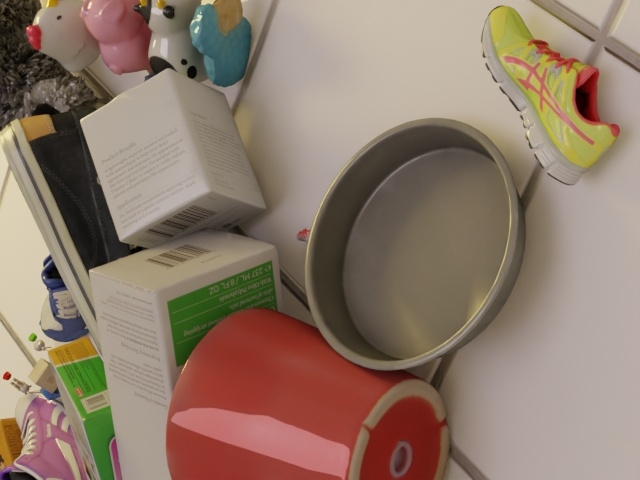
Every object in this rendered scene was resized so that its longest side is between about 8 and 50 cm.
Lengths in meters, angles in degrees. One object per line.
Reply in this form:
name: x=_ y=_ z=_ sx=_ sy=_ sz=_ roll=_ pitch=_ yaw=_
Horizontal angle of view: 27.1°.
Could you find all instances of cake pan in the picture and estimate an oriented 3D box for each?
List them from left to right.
cake pan: x=0.109 y=0.008 z=1.488 sx=0.293 sy=0.054 sz=0.293 roll=-18 pitch=61 yaw=36

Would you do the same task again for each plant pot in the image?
plant pot: x=-0.001 y=0.230 z=1.545 sx=0.243 sy=0.275 sz=0.275 roll=10 pitch=99 yaw=38

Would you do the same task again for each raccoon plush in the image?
raccoon plush: x=-0.420 y=-0.306 z=2.093 sx=0.216 sy=0.299 sz=0.447 roll=-38 pitch=30 yaw=59

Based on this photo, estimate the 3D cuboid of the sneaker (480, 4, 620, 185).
sneaker: x=0.245 y=-0.166 z=1.381 sx=0.094 sy=0.081 sz=0.209 roll=-38 pitch=70 yaw=34

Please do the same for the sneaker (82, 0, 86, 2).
sneaker: x=-0.353 y=-0.403 z=2.056 sx=0.070 sy=0.051 sz=0.134 roll=10 pitch=97 yaw=40

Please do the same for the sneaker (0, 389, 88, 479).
sneaker: x=-0.453 y=0.330 z=2.112 sx=0.282 sy=0.161 sz=0.102 roll=34 pitch=118 yaw=44

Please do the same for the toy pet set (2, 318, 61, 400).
toy pet set: x=-0.447 y=0.208 z=2.180 sx=0.122 sy=0.065 sz=0.114 roll=-56 pitch=36 yaw=-4

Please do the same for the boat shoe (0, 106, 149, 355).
boat shoe: x=-0.281 y=0.044 z=1.858 sx=0.500 sy=0.156 sz=0.187 roll=67 pitch=168 yaw=-12

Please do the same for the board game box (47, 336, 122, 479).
board game box: x=-0.289 y=0.324 z=1.859 sx=0.242 sy=0.064 sz=0.317 roll=-140 pitch=34 yaw=-61

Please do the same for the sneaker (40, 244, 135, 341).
sneaker: x=-0.387 y=0.059 z=2.050 sx=0.296 sy=0.131 sz=0.112 roll=-49 pitch=59 yaw=39

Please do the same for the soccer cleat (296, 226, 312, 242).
soccer cleat: x=0.000 y=0.000 z=1.689 sx=0.083 sy=0.029 sz=0.036 roll=-7 pitch=82 yaw=44

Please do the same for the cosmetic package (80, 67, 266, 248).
cosmetic package: x=-0.193 y=-0.100 z=1.741 sx=0.151 sy=0.151 sz=0.184 roll=-26 pitch=72 yaw=20

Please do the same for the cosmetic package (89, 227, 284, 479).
cosmetic package: x=-0.151 y=0.190 z=1.681 sx=0.155 sy=0.197 sz=0.366 roll=13 pitch=118 yaw=46

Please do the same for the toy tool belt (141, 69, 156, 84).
toy tool belt: x=-0.225 y=-0.228 z=1.915 sx=0.083 sy=0.052 sz=0.051 roll=4 pitch=103 yaw=47

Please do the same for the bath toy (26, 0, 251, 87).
bath toy: x=-0.268 y=-0.293 z=1.842 sx=0.348 sy=0.129 sz=0.152 roll=8 pitch=100 yaw=32

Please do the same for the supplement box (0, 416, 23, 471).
supplement box: x=-0.489 y=0.413 z=2.217 sx=0.078 sy=0.080 sz=0.233 roll=-44 pitch=62 yaw=39
